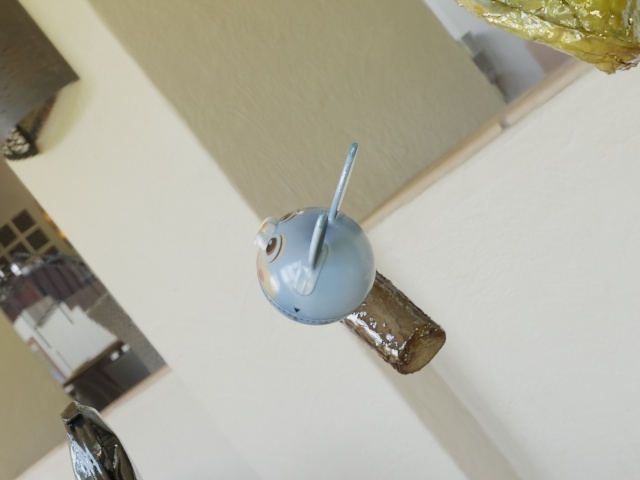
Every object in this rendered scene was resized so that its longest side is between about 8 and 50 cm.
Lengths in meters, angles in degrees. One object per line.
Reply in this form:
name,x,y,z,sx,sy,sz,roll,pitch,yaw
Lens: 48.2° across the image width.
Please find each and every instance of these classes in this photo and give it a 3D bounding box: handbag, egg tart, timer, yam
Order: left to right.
handbag,-0.256,0.337,0.935,0.075,0.191,0.332,-27,-28,-16
timer,-0.017,0.003,0.909,0.175,0.175,0.255,-39,-39,-16
yam,0.087,0.115,1.277,0.131,0.280,0.131,-29,-39,-26
egg tart,0.227,-0.234,0.681,0.212,0.212,0.090,-39,-27,-59
